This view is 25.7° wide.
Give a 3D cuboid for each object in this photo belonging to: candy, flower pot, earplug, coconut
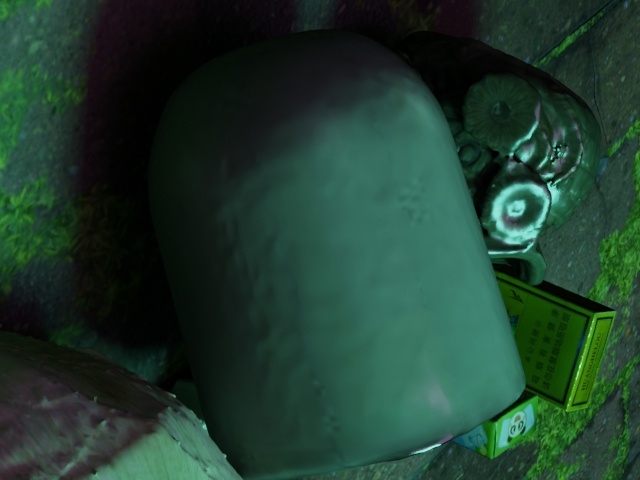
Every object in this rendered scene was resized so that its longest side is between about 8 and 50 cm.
[{"bbox_3d":[0.178,0.211,1.834,0.097,0.194,0.062,-22,122,-43],"label":"candy"},{"bbox_3d":[0.162,-0.097,1.565,0.302,0.301,0.213,25,89,-54],"label":"flower pot"},{"bbox_3d":[0.000,0.000,1.346,0.312,0.312,0.394,-21,97,-45],"label":"earplug"},{"bbox_3d":[-0.241,0.286,1.200,0.404,0.404,0.405,-29,130,-40],"label":"coconut"}]

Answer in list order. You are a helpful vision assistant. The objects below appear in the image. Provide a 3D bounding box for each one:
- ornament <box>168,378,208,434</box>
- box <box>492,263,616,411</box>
[{"bbox_3d":[-0.077,0.161,1.545,0.285,0.120,0.130,-51,143,-18],"label":"ornament"},{"bbox_3d":[0.273,0.121,1.881,0.064,0.220,0.141,-3,111,-51],"label":"box"}]
